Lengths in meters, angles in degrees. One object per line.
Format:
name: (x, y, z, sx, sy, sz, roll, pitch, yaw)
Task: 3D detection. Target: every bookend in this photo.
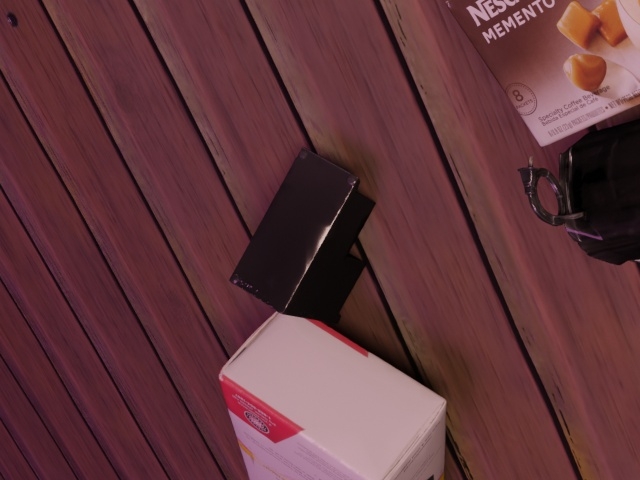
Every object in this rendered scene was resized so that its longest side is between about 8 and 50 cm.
bookend: (0.000, 0.000, 1.168, 0.072, 0.156, 0.157, 31, 95, 23)

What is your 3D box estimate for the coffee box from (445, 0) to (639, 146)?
coffee box: (0.229, -0.181, 0.779, 0.246, 0.098, 0.141, -23, 104, 51)

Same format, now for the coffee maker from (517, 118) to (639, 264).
coffee maker: (0.273, -0.042, 0.798, 0.178, 0.171, 0.120, -18, 91, 49)

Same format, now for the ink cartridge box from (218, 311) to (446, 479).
ink cartridge box: (0.022, 0.243, 1.275, 0.226, 0.131, 0.306, 30, 153, 24)
